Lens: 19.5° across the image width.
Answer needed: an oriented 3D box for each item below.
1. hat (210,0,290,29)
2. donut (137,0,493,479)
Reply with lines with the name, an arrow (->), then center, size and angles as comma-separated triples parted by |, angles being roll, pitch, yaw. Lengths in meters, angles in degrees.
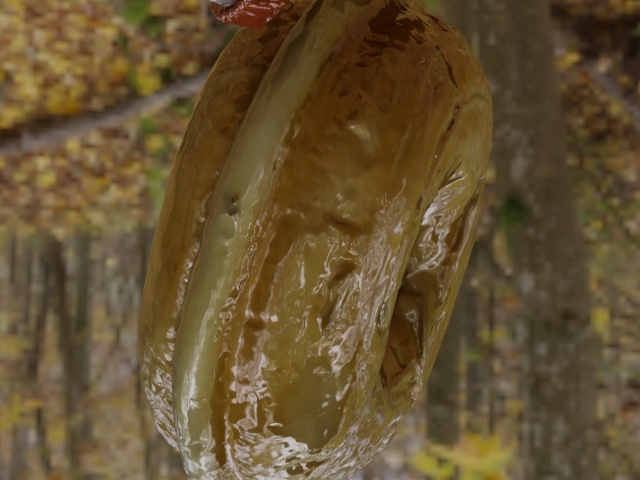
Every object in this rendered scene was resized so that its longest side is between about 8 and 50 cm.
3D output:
hat -> -0.086, -0.216, 1.255 | 0.162, 0.112, 0.093 | 19, -175, -27
donut -> 0.000, 0.000, 1.476 | 0.198, 0.448, 0.449 | 17, 172, 17
